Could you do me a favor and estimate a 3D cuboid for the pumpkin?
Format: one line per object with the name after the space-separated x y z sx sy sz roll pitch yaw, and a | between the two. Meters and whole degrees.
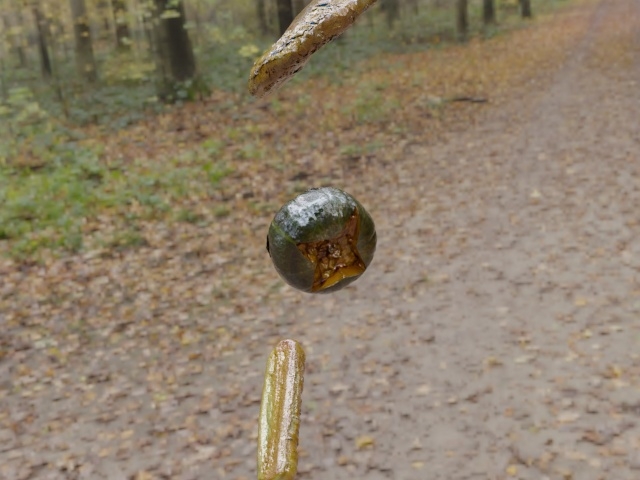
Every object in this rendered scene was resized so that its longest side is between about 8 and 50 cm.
0.000 -0.001 2.006 0.237 0.238 0.159 -10 34 -17 | pumpkin

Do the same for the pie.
-0.015 -0.327 1.537 0.273 0.069 0.273 -43 13 12 | pie

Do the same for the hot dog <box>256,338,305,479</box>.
-0.051 0.231 1.286 0.066 0.047 0.216 -22 44 26 | hot dog
